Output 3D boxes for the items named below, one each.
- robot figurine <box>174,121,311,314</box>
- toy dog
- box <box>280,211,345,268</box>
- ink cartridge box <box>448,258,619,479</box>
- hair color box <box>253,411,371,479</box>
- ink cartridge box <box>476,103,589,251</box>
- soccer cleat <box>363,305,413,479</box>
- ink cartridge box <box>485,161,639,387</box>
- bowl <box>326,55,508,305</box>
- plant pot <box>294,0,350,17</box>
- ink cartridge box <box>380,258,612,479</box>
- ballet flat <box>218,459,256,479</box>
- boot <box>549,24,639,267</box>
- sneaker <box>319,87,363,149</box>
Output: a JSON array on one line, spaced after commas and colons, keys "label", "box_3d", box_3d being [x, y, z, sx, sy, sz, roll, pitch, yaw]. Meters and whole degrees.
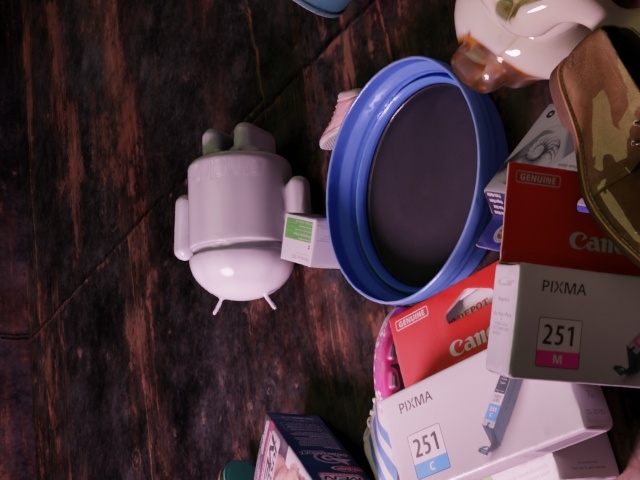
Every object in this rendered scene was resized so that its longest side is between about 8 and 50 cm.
[{"label": "robot figurine", "box_3d": [-0.151, -0.039, 2.012, 0.300, 0.200, 0.353, -10, 77, 30]}, {"label": "toy dog", "box_3d": [0.255, -0.358, 1.320, 0.396, 0.408, 0.284, 13, 56, 21]}, {"label": "box", "box_3d": [0.000, 0.000, 1.870, 0.101, 0.102, 0.087, 14, 99, 55]}, {"label": "ink cartridge box", "box_3d": [0.248, 0.181, 1.453, 0.207, 0.119, 0.353, -40, 53, 46]}, {"label": "hair color box", "box_3d": [-0.020, 0.420, 1.757, 0.347, 0.105, 0.173, -149, 68, -72]}, {"label": "ink cartridge box", "box_3d": [0.310, -0.077, 1.347, 0.224, 0.045, 0.223, -54, 27, -12]}, {"label": "soccer cleat", "box_3d": [0.113, 0.270, 1.650, 0.143, 0.116, 0.331, -19, 70, 55]}, {"label": "ink cartridge box", "box_3d": [0.332, 0.044, 1.205, 0.060, 0.275, 0.238, -177, 93, -72]}, {"label": "bowl", "box_3d": [0.146, -0.091, 1.677, 0.391, 0.077, 0.391, -16, 71, 55]}, {"label": "plant pot", "box_3d": [0.025, -0.564, 1.788, 0.255, 0.272, 0.271, -41, 52, 28]}, {"label": "ink cartridge box", "box_3d": [0.198, 0.163, 1.357, 0.296, 0.066, 0.261, -33, 59, 38]}, {"label": "ballet flat", "box_3d": [-0.111, 0.536, 1.968, 0.316, 0.108, 0.106, 44, 129, 51]}, {"label": "boot", "box_3d": [0.353, -0.101, 1.181, 0.115, 0.112, 0.305, 124, 131, -59]}, {"label": "sneaker", "box_3d": [0.043, -0.218, 1.884, 0.134, 0.051, 0.070, -40, 52, 43]}]
